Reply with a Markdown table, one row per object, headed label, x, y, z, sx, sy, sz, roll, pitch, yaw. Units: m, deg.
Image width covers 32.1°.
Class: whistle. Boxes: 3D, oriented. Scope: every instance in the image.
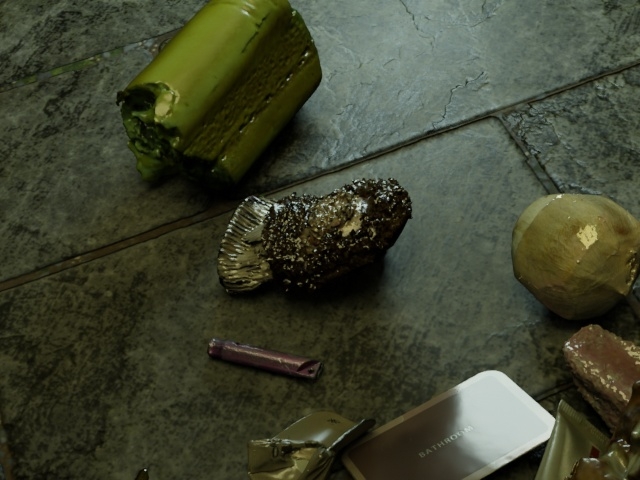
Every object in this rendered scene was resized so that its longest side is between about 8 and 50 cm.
| label | x | y | z | sx | sy | sz | roll | pitch | yaw |
| --- | --- | --- | --- | --- | --- | --- | --- | --- | --- |
| whistle | -0.082 | 0.172 | 1.626 | 0.176 | 0.033 | 0.033 | 11 | 53 | 16 |

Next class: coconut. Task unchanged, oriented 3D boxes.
| label | x | y | z | sx | sy | sz | roll | pitch | yaw |
| --- | --- | --- | --- | --- | --- | --- | --- | --- | --- |
| coconut | 0.376 | 0.022 | 1.596 | 0.194 | 0.194 | 0.194 | -4 | 51 | 5 |

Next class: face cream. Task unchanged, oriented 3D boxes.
| label | x | y | z | sx | sy | sz | roll | pitch | yaw |
| --- | --- | --- | --- | --- | --- | --- | --- | --- | --- |
| face cream | 0.292 | 0.356 | 1.364 | 0.137 | 0.084 | 0.341 | 39 | 50 | -2 |

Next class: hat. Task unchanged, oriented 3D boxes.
| label | x | y | z | sx | sy | sz | roll | pitch | yaw |
| --- | --- | --- | --- | --- | --- | --- | --- | --- | --- |
| hat | 0.002 | 0.292 | 1.493 | 0.175 | 0.085 | 0.147 | -20 | 12 | -36 |

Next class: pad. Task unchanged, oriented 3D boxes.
| label | x | y | z | sx | sy | sz | roll | pitch | yaw |
| --- | --- | --- | --- | --- | --- | --- | --- | --- | --- |
| pad | 0.170 | 0.269 | 1.494 | 0.266 | 0.002 | 0.176 | -26 | 32 | -14 |

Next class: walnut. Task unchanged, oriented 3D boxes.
| label | x | y | z | sx | sy | sz | roll | pitch | yaw |
| --- | --- | --- | --- | --- | --- | --- | --- | --- | --- |
| walnut | 0.416 | 0.273 | 1.320 | 0.238 | 0.141 | 0.204 | -27 | 32 | 30 |

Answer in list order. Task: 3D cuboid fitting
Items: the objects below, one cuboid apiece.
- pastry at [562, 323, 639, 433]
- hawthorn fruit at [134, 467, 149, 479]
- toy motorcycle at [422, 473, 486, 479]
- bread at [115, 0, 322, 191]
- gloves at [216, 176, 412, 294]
| label | x | y | z | sx | sy | sz | roll | pitch | yaw |
| --- | --- | --- | --- | --- | --- | --- | --- | --- | --- |
| pastry | 0.433 | 0.221 | 1.473 | 0.102 | 0.112 | 0.265 | -27 | 45 | -24 |
| hawthorn fruit | -0.271 | 0.415 | 1.311 | 0.284 | 0.285 | 0.369 | 6 | 45 | 12 |
| toy motorcycle | 0.194 | 0.373 | 1.411 | 0.100 | 0.058 | 0.173 | -19 | 50 | 1 |
| bread | -0.168 | -0.256 | 1.860 | 0.208 | 0.251 | 0.376 | 15 | 55 | 39 |
| gloves | -0.001 | -0.008 | 1.691 | 0.312 | 0.135 | 0.210 | -4 | 26 | 32 |
